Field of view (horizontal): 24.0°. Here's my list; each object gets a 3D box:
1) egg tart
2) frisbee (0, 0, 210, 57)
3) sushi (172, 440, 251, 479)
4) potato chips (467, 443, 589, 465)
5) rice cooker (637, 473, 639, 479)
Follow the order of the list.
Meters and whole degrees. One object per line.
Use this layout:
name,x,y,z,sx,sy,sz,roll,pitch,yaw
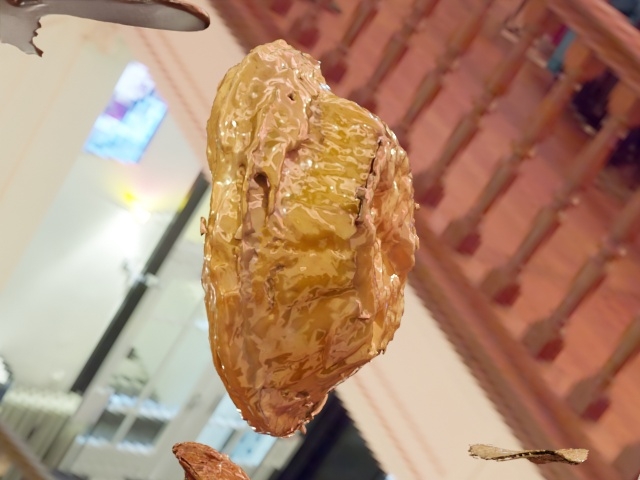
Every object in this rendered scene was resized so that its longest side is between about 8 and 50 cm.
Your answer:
egg tart,0.000,0.000,1.307,0.150,0.351,0.352,0,16,17
frisbee,-0.177,-0.138,0.850,0.211,0.012,0.187,18,-12,-14
sushi,-0.057,0.154,0.808,0.047,0.099,0.050,-13,7,-38
potato chips,0.246,0.256,1.798,0.142,0.026,0.209,4,-6,13
rice cooker,0.425,0.212,1.247,0.335,0.335,0.325,36,30,7
